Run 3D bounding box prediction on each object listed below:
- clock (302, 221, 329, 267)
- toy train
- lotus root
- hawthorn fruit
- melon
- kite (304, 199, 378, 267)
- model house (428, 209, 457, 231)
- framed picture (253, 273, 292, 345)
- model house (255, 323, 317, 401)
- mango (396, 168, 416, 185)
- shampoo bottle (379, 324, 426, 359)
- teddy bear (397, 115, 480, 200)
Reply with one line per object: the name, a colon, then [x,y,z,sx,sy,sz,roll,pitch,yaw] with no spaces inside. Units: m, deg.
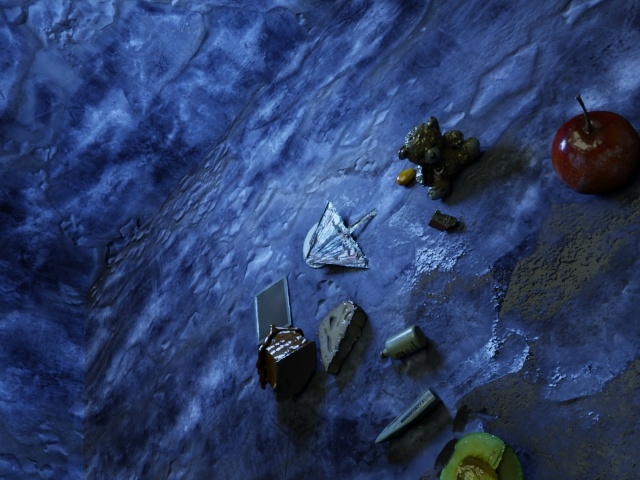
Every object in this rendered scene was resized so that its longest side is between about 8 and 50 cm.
clock: [0.000,0.000,2.261,0.236,0.053,0.237,-25,49,32]
toy train: [0.264,0.555,1.619,0.252,0.055,0.048,-48,49,13]
lotus root: [0.063,0.343,1.952,0.261,0.074,0.170,-59,38,2]
hawthorn fruit: [0.764,-0.243,1.485,0.235,0.263,0.231,60,138,19]
melon: [0.416,0.623,1.371,0.265,0.129,0.169,-62,17,1]
kite: [0.084,-0.014,2.160,0.368,0.014,0.406,-35,53,8]
model house: [0.427,-0.063,1.845,0.083,0.057,0.058,27,78,7]
framed picture: [-0.211,0.303,2.312,0.217,0.017,0.274,-33,45,27]
model house: [-0.144,0.457,2.033,0.229,0.219,0.200,33,132,56]
mango: [0.339,-0.251,2.077,0.089,0.046,0.060,-31,47,11]
shampoo bottle: [0.263,0.345,1.734,0.162,0.079,0.079,-35,44,26]
teddy bear: [0.405,-0.312,1.883,0.267,0.256,0.156,-50,35,9]
